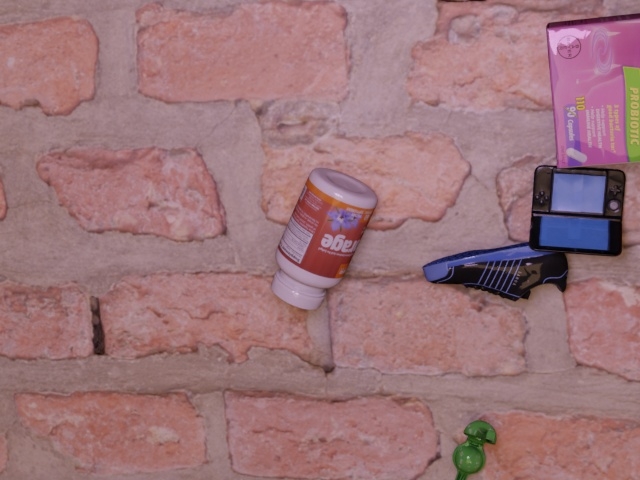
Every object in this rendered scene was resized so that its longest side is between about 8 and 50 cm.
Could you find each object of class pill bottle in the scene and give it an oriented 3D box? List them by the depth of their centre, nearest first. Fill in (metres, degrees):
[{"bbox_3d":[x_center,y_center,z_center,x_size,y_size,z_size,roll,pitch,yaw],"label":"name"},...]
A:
[{"bbox_3d":[0.000,0.000,1.926,0.121,0.121,0.216,25,109,4],"label":"pill bottle"}]

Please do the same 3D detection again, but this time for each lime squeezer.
[{"bbox_3d":[0.260,0.375,1.990,0.059,0.110,0.310,9,138,-7],"label":"lime squeezer"}]

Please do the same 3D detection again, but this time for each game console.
[{"bbox_3d":[0.405,-0.049,1.849,0.144,0.085,0.124,4,106,10],"label":"game console"}]

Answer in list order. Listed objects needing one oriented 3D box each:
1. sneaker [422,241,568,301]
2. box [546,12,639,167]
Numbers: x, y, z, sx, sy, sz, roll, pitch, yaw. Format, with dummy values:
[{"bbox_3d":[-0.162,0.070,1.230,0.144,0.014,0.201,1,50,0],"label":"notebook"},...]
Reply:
[{"bbox_3d":[0.285,0.058,1.904,0.232,0.081,0.090,-10,95,13],"label":"sneaker"},{"bbox_3d":[0.471,-0.231,1.770,0.243,0.117,0.213,-4,104,12],"label":"box"}]
